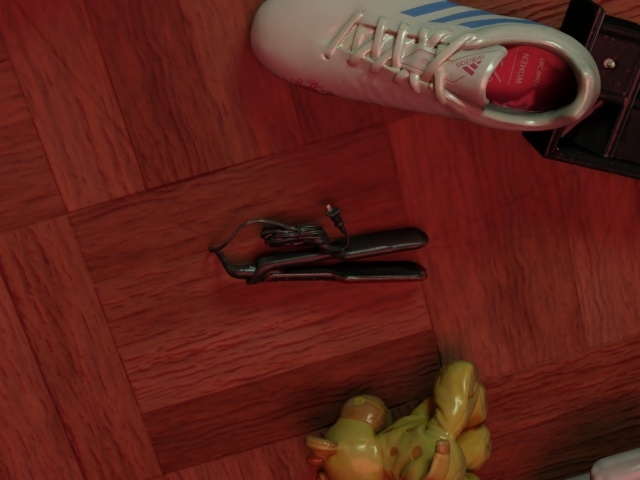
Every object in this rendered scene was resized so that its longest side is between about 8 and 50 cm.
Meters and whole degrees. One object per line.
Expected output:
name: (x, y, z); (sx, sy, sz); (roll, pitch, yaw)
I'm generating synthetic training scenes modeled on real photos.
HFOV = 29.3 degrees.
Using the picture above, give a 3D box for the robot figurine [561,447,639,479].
robot figurine: (0.384, 0.349, 1.395); (0.353, 0.200, 0.300); (-16, 126, -2)

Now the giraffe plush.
giraffe plush: (0.080, 0.230, 1.325); (0.170, 0.210, 0.181); (2, 121, 21)

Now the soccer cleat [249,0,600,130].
soccer cleat: (0.095, -0.172, 1.115); (0.331, 0.143, 0.116); (9, 105, 2)

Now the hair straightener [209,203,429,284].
hair straightener: (0.000, 0.000, 1.266); (0.230, 0.047, 0.089); (0, 114, -5)

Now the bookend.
bookend: (0.308, -0.149, 1.229); (0.157, 0.072, 0.156); (12, 111, -15)
